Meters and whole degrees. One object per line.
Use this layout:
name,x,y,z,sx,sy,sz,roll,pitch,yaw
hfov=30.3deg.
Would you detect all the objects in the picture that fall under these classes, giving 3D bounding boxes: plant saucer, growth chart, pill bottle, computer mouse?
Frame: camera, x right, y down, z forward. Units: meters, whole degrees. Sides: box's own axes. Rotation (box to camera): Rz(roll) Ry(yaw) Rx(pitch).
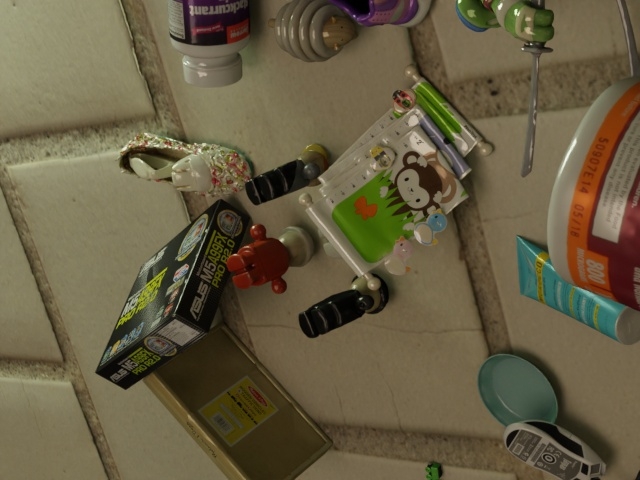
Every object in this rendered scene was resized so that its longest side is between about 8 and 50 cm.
plant saucer,0.258,0.195,1.523,0.119,0.021,0.119,23,128,33
growth chart,0.093,-0.071,1.428,0.172,0.021,0.237,42,93,12
pill bottle,-0.146,-0.304,1.549,0.108,0.108,0.193,21,126,34
computer mouse,0.322,0.273,1.478,0.193,0.042,0.106,30,138,8
pill bottle,0.433,0.000,1.096,0.392,0.224,0.224,22,127,34

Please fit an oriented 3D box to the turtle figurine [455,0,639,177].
turtle figurine,0.248,-0.256,1.110,0.274,0.198,0.266,64,152,26

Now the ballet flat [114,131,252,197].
ballet flat,-0.209,-0.104,1.747,0.241,0.077,0.091,11,119,38

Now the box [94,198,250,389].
box,-0.224,0.085,1.771,0.060,0.216,0.270,32,142,-20

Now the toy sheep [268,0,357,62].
toy sheep,-0.011,-0.263,1.462,0.132,0.091,0.091,10,119,40

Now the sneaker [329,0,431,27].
sneaker,0.020,-0.333,1.380,0.236,0.105,0.095,47,138,14

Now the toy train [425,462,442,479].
toy train,0.167,0.357,1.706,0.024,0.017,0.083,4,116,30

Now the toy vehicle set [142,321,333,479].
toy vehicle set,-0.126,0.264,1.816,0.267,0.166,0.035,47,136,13

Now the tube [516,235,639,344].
tube,0.294,0.060,1.369,0.207,0.052,0.080,32,130,57

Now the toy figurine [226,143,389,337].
toy figurine,0.000,0.000,1.571,0.213,0.148,0.209,32,125,29
